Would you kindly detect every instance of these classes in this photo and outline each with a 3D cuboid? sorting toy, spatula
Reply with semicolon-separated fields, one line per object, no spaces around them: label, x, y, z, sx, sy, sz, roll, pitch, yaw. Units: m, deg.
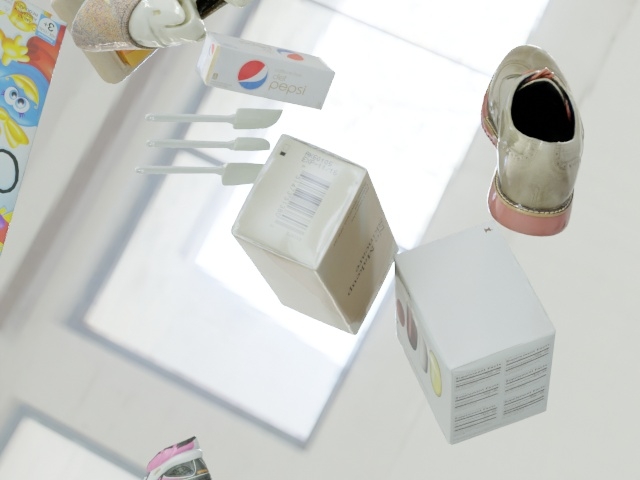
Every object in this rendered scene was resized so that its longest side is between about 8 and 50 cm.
sorting toy;-0.248;-0.329;2.146;0.208;0.038;0.193;-41;-35;-7
spatula;-0.194;-0.161;2.691;0.242;0.019;0.168;-2;-44;-22

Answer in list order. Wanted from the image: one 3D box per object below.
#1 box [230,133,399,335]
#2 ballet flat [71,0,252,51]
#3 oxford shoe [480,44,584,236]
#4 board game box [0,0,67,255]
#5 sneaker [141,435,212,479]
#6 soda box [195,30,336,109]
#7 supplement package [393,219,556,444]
box;0.000;0.000;1.962;0.148;0.121;0.311;-63;-17;-11
ballet flat;-0.131;-0.283;1.719;0.316;0.106;0.107;-34;-33;6
oxford shoe;0.257;-0.149;1.791;0.348;0.123;0.130;-87;5;-54
board game box;-0.356;-0.099;1.444;0.142;0.144;0.275;-29;42;45
sneaker;-0.173;0.294;1.701;0.072;0.077;0.178;-13;-30;-41
soda box;-0.089;-0.276;2.544;0.216;0.069;0.074;10;-66;-28
supplement package;0.199;0.123;2.061;0.149;0.194;0.203;-19;-35;-9
